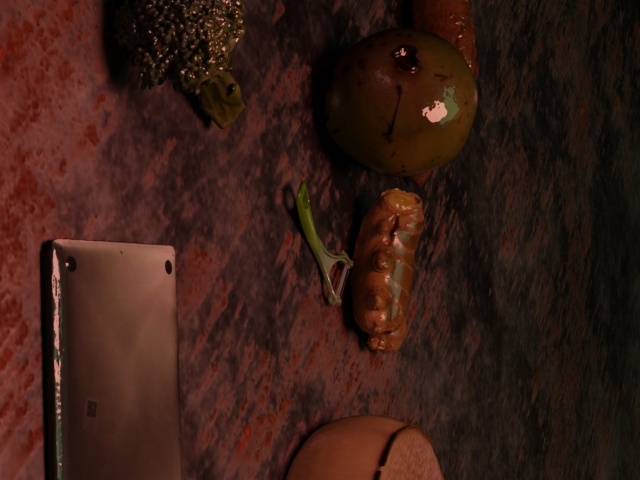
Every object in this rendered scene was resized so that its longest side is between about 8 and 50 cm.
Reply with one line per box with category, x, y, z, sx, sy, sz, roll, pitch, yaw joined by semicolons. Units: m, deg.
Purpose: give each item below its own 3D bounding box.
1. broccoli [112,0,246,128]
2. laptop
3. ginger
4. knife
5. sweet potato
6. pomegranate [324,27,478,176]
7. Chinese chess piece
broccoli;-0.109;-0.167;1.165;0.204;0.118;0.122;61;12;-64
laptop;-0.171;0.134;1.085;0.188;0.015;0.269;4;83;-64
ginger;0.073;0.041;1.521;0.115;0.081;0.205;-5;98;-51
knife;-0.002;0.000;1.432;0.078;0.023;0.166;-78;152;-42
sweet potato;0.164;-0.243;1.705;0.092;0.114;0.341;12;72;-27
pomegranate;0.105;-0.151;1.498;0.210;0.179;0.179;43;50;-55
Chinese chess piece;0.054;0.330;1.410;0.270;0.112;0.269;10;79;-64
